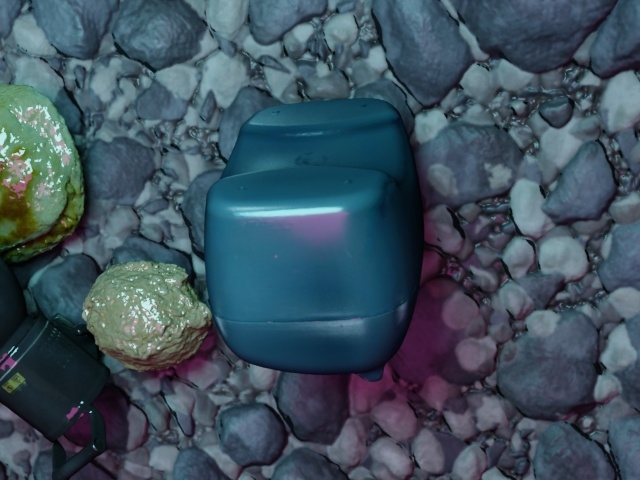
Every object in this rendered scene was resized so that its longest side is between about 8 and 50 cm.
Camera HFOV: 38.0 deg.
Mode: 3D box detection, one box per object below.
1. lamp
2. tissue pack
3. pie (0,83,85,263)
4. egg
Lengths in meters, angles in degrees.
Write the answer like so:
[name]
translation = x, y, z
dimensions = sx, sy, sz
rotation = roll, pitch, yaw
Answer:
[lamp]
translation = -0.314, 0.121, 0.990
dimensions = 0.147, 0.172, 0.227
rotation = -39, 109, 24
[tissue pack]
translation = 0.000, 0.000, 0.887
dimensions = 0.198, 0.287, 0.206
rotation = -3, 116, 6
[pie]
translation = -0.376, -0.064, 1.018
dimensions = 0.248, 0.090, 0.201
rotation = -9, 102, 11
[egg]
translation = -0.186, 0.081, 1.008
dimensions = 0.140, 0.116, 0.118
rotation = 19, 129, 3
